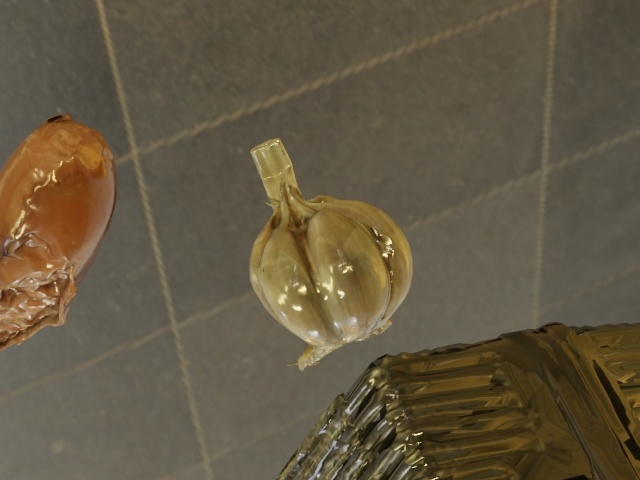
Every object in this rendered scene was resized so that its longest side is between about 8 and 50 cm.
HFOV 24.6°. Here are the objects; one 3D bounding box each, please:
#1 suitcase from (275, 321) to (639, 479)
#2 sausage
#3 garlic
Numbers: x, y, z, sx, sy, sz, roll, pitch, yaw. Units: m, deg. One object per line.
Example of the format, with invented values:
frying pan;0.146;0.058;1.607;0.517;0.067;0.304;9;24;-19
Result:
suitcase;0.046;0.208;0.534;0.152;0.230;0.335;-2;142;-35
sausage;-0.184;0.030;0.719;0.078;0.078;0.304;10;150;-41
garlic;0.000;0.000;1.227;0.131;0.194;0.127;-15;169;-12
